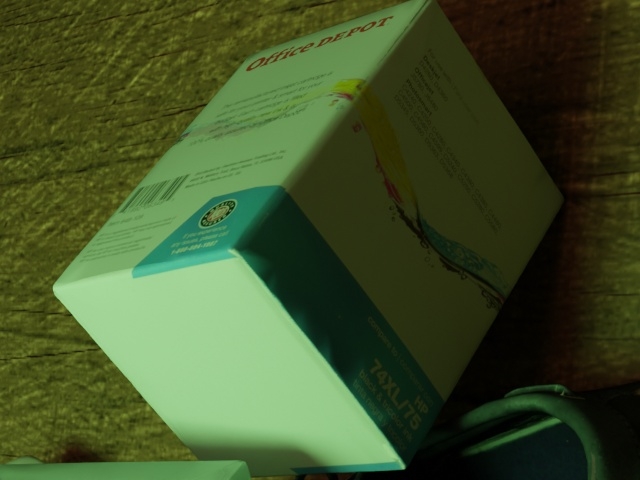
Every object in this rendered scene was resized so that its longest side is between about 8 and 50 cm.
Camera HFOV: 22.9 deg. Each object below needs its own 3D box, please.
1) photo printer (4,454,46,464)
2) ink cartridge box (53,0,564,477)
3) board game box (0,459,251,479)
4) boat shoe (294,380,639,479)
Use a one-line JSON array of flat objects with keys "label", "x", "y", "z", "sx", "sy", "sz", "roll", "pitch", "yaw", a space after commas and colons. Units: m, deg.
[{"label": "photo printer", "x": -0.261, "y": 0.323, "z": 1.358, "sx": 0.307, "sy": 0.256, "sz": 0.107, "roll": 20, "pitch": 135, "yaw": 50}, {"label": "ink cartridge box", "x": 0.000, "y": 0.000, "z": 1.107, "sx": 0.198, "sy": 0.197, "sz": 0.270, "roll": -11, "pitch": 34, "yaw": 46}, {"label": "board game box", "x": -0.126, "y": 0.303, "z": 1.078, "sx": 0.224, "sy": 0.097, "sz": 0.303, "roll": -5, "pitch": 113, "yaw": 28}, {"label": "boat shoe", "x": 0.060, "y": 0.223, "z": 1.093, "sx": 0.500, "sy": 0.156, "sz": 0.187, "roll": -33, "pitch": 57, "yaw": 39}]
